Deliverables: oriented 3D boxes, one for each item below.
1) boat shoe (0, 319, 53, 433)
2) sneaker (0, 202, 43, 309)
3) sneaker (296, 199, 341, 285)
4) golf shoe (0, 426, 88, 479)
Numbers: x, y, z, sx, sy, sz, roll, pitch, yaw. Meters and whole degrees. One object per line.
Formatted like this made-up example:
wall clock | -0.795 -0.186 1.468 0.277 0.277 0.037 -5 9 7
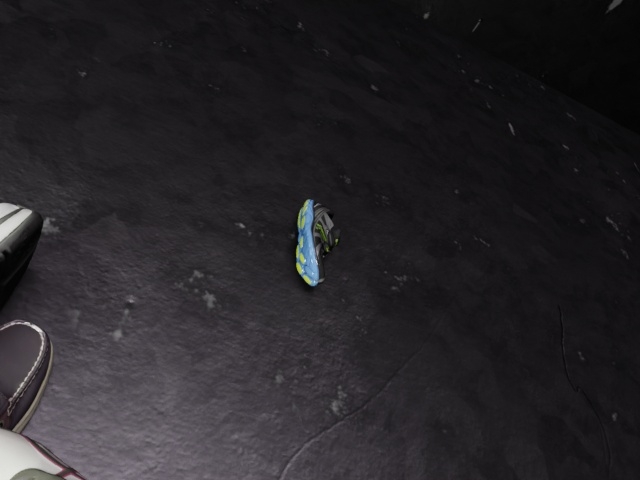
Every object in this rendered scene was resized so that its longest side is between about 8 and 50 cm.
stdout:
boat shoe | -0.364 0.180 0.541 0.103 0.092 0.285 33 41 -3
sneaker | -0.490 0.052 0.505 0.258 0.169 0.447 36 41 -6
sneaker | 0.000 0.000 0.973 0.078 0.067 0.188 16 42 -13
golf shoe | -0.237 0.243 0.497 0.273 0.120 0.105 43 42 -20
